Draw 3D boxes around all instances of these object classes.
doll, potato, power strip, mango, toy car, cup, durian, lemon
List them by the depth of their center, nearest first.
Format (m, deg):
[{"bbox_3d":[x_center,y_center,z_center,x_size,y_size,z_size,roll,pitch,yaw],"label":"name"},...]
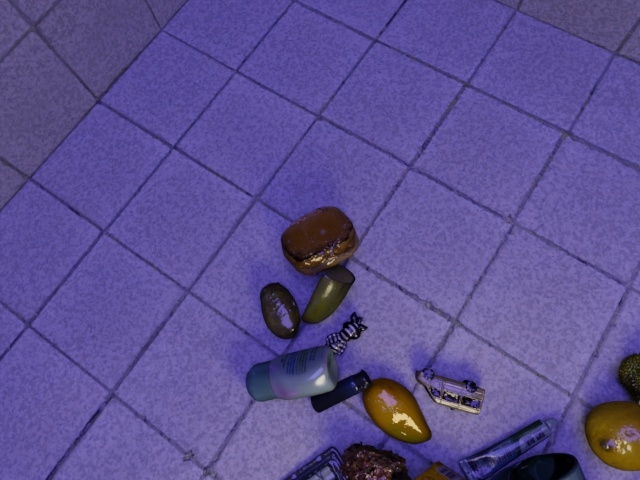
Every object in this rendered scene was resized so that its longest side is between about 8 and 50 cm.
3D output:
[{"bbox_3d":[0.736,0.942,1.600,0.310,0.401,0.393,-12,72,-37],"label":"cup"},{"bbox_3d":[1.050,0.669,1.662,0.253,0.228,0.229,3,72,1],"label":"lemon"},{"bbox_3d":[0.012,0.924,1.742,0.256,0.092,0.251,-35,76,-3],"label":"power strip"},{"bbox_3d":[1.175,0.503,1.756,0.159,0.146,0.198,-18,84,-4],"label":"durian"},{"bbox_3d":[0.279,0.632,1.805,0.176,0.119,0.317,-44,79,-8],"label":"mango"},{"bbox_3d":[0.476,0.564,1.815,0.256,0.101,0.125,14,77,8],"label":"toy car"},{"bbox_3d":[0.092,0.383,1.927,0.219,0.067,0.091,-42,76,-3],"label":"doll"},{"bbox_3d":[0.027,0.239,1.943,0.112,0.269,0.255,32,104,11],"label":"potato"},{"bbox_3d":[-0.162,0.286,1.955,0.149,0.113,0.251,-31,73,3],"label":"potato"}]

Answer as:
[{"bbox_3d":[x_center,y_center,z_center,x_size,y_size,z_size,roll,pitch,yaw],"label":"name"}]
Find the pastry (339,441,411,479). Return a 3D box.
[{"bbox_3d":[0.202,0.804,1.679,0.274,0.275,0.193,35,92,15],"label":"pastry"}]

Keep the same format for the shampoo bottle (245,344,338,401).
[{"bbox_3d":[-0.117,0.512,1.830,0.349,0.222,0.151,-15,109,13],"label":"shampoo bottle"}]

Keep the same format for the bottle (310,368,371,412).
[{"bbox_3d":[0.078,0.566,1.816,0.244,0.072,0.082,-33,29,17],"label":"bottle"}]

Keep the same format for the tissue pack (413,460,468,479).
[{"bbox_3d":[0.432,0.915,1.491,0.381,0.293,0.229,19,111,45],"label":"tissue pack"}]

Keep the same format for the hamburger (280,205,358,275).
[{"bbox_3d":[-0.005,0.005,1.959,0.304,0.174,0.284,-28,31,-1],"label":"hamburger"}]

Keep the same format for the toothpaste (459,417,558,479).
[{"bbox_3d":[0.690,0.749,1.755,0.391,0.061,0.099,-30,74,-3],"label":"toothpaste"}]
